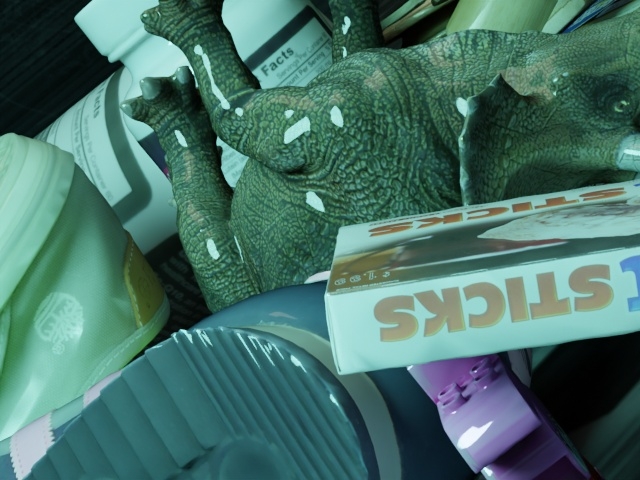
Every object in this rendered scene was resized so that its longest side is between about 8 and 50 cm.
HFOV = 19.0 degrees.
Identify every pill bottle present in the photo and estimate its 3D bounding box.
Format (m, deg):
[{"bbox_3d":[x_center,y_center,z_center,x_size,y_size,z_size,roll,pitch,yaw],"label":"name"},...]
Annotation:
[{"bbox_3d":[-0.026,-0.056,0.916,0.108,0.193,0.108,-38,8,6],"label":"pill bottle"},{"bbox_3d":[-0.098,-0.016,1.139,0.283,0.161,0.161,-35,9,26],"label":"pill bottle"}]

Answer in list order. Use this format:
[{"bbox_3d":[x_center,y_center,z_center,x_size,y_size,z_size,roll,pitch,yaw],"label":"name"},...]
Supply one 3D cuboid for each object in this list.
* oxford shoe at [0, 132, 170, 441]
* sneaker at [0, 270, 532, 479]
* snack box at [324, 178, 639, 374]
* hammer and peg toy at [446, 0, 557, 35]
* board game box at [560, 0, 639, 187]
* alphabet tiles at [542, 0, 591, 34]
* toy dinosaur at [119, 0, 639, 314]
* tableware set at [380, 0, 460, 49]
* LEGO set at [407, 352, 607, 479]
[{"bbox_3d":[-0.227,0.155,0.958,0.449,0.130,0.169,-53,24,8],"label":"oxford shoe"},{"bbox_3d":[-0.059,0.101,0.616,0.319,0.112,0.131,-29,-4,41],"label":"sneaker"},{"bbox_3d":[0.091,-0.001,0.427,0.178,0.022,0.064,-9,12,6],"label":"snack box"},{"bbox_3d":[0.013,-0.167,0.782,0.127,0.266,0.361,-63,33,10],"label":"hammer and peg toy"},{"bbox_3d":[0.125,-0.065,0.819,0.193,0.045,0.147,-42,9,-24],"label":"board game box"},{"bbox_3d":[0.152,-0.146,1.057,0.278,0.021,0.284,-44,0,15],"label":"alphabet tiles"},{"bbox_3d":[0.000,0.000,0.677,0.121,0.160,0.313,-9,-27,-42],"label":"toy dinosaur"},{"bbox_3d":[0.084,-0.122,1.003,0.128,0.039,0.194,-31,2,-16],"label":"tableware set"},{"bbox_3d":[0.016,0.076,0.370,0.087,0.093,0.227,-39,8,6],"label":"LEGO set"}]
